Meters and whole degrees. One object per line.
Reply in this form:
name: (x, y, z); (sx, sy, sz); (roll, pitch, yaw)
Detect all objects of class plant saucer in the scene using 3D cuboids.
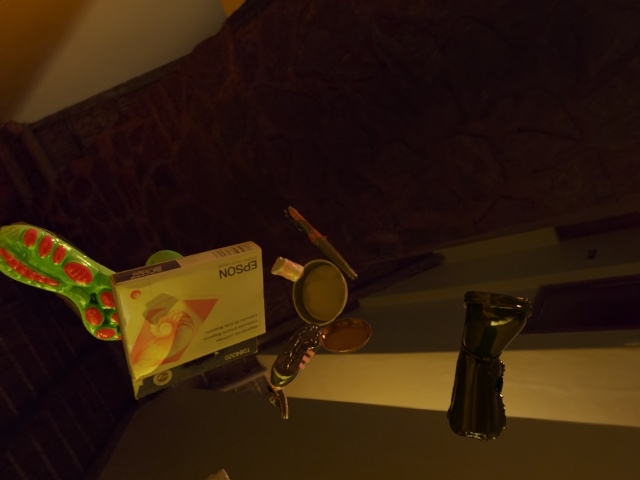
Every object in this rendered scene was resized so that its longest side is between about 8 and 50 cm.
plant saucer: (0.080, 0.306, 1.370); (0.168, 0.168, 0.029); (-38, -55, -45)

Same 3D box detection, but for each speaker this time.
speaker: (-0.405, 0.107, 1.208); (0.131, 0.296, 0.131); (-7, -78, -32)

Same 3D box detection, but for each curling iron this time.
curling iron: (0.000, 0.000, 1.060); (0.035, 0.274, 0.068); (-48, -32, 1)

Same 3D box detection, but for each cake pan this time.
cake pan: (0.002, 0.233, 1.940); (0.054, 0.293, 0.294); (13, -111, -53)

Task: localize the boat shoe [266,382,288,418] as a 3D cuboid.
boat shoe: (-0.169, 0.626, 1.693); (0.064, 0.206, 0.075); (-4, -70, -14)

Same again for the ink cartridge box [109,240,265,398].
ink cartridge box: (-0.284, 0.193, 1.005); (0.323, 0.071, 0.331); (-16, -64, -32)

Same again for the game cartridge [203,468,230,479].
game cartridge: (-0.250, 0.735, 1.033); (0.198, 0.062, 0.298); (-29, -82, -29)

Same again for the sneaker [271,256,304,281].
sneaker: (-0.086, 0.079, 1.140); (0.070, 0.134, 0.051); (29, -101, -14)

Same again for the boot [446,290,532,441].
boot: (0.253, 0.196, 0.659); (0.246, 0.094, 0.208); (52, -133, -68)

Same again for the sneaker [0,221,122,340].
sneaker: (-0.681, 0.108, 1.230); (0.185, 0.202, 0.483); (-43, -50, -14)

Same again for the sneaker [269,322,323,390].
sneaker: (-0.092, 0.433, 1.632); (0.112, 0.131, 0.319); (35, -145, 15)
